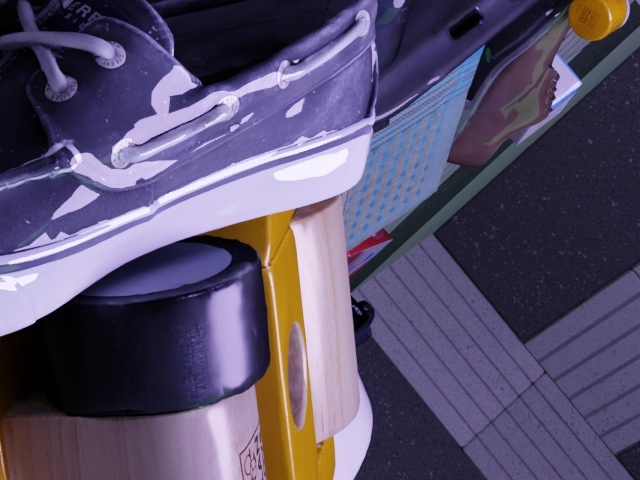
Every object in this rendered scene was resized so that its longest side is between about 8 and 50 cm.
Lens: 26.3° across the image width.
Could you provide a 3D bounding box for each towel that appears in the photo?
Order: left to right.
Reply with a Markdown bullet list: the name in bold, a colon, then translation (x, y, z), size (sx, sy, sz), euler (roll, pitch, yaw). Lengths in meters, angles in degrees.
- **towel**: translation (-0.025, -0.042, 0.941), size (0.370, 0.040, 0.271), euler (-33, 155, -32)

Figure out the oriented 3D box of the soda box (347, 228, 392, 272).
- **soda box**: translation (0.000, 0.000, 1.467), size (0.083, 0.092, 0.263), euler (-41, 174, 12)

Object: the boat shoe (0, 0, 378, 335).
- **boat shoe**: translation (-0.088, -0.048, 0.518), size (0.301, 0.108, 0.102), euler (-19, 130, -39)

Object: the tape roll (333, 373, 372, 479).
- **tape roll**: translation (-0.155, 0.159, 0.972), size (0.392, 0.072, 0.392), euler (-20, -161, 7)

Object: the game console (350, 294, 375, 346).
- **game console**: translation (-0.030, 0.125, 1.308), size (0.213, 0.044, 0.361), euler (-44, 172, 13)

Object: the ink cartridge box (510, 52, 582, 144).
- **ink cartridge box**: translation (0.191, -0.158, 1.361), size (0.062, 0.104, 0.181), euler (-38, 174, -2)

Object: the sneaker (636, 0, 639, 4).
- **sneaker**: translation (0.448, -0.328, 1.606), size (0.152, 0.114, 0.305), euler (-40, 174, 2)

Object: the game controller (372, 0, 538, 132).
- **game controller**: translation (0.106, -0.182, 0.824), size (0.319, 0.067, 0.166), euler (-40, 157, -26)

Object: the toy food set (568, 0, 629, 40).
- **toy food set**: translation (0.279, -0.261, 1.062), size (0.104, 0.111, 0.232), euler (-33, 169, -44)

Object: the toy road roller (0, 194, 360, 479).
- **toy road roller**: translation (-0.119, 0.073, 0.671), size (0.241, 0.202, 0.329), euler (-2, -163, 10)

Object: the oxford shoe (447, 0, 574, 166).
- **oxford shoe**: translation (0.176, -0.157, 1.207), size (0.227, 0.096, 0.082), euler (-50, -148, 30)
